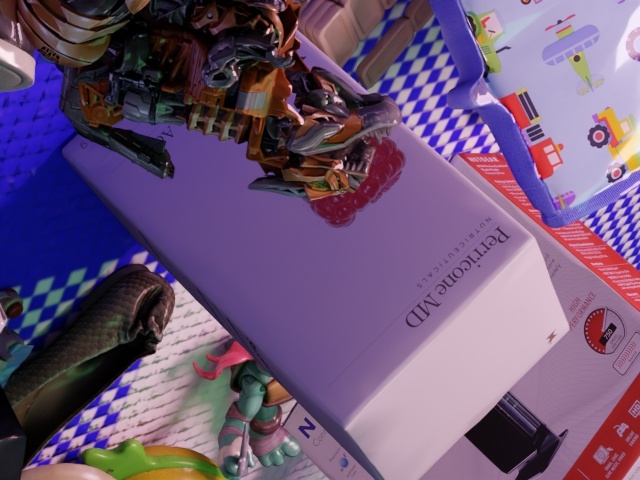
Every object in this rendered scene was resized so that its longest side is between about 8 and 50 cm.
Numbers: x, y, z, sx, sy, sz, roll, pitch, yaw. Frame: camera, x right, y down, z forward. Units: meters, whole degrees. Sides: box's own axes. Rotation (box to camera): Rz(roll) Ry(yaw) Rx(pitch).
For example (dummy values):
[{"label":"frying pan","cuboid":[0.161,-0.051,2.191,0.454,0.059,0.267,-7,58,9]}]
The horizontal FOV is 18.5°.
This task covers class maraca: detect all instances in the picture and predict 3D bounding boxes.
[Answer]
[{"label":"maraca","cuboid":[-0.146,0.221,1.669,0.127,0.099,0.186,-42,133,20]}]

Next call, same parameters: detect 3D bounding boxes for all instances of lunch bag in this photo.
[{"label":"lunch bag","cuboid":[0.210,-0.162,1.429,0.293,0.221,0.138,-33,-166,-28]}]

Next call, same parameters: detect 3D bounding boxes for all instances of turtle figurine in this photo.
[{"label":"turtle figurine","cuboid":[-0.025,0.125,1.690,0.175,0.118,0.234,-28,167,-5]}]

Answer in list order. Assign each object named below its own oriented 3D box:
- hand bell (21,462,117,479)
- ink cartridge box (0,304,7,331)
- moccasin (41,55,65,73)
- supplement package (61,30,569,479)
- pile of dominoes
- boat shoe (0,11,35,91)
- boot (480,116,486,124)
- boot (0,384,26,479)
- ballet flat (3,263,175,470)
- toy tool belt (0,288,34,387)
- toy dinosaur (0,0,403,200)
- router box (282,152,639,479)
[{"label":"hand bell","cuboid":[-0.189,0.300,1.511,0.126,0.242,0.126,-9,132,-11]},{"label":"ink cartridge box","cuboid":[-0.336,0.087,1.159,0.224,0.045,0.223,28,100,-27]},{"label":"moccasin","cuboid":[-0.051,-0.222,1.109,0.342,0.117,0.138,-59,-170,27]},{"label":"supplement package","cuboid":[0.000,0.000,1.347,0.177,0.293,0.175,-44,154,-6]},{"label":"pile of dominoes","cuboid":[0.067,-0.241,1.427,0.251,0.040,0.196,-51,155,-10]},{"label":"boat shoe","cuboid":[-0.230,-0.157,1.057,0.233,0.084,0.079,36,61,-57]},{"label":"boot","cuboid":[0.213,-0.132,1.637,0.073,0.152,0.197,-28,148,-34]},{"label":"boot","cuboid":[-0.388,0.304,1.364,0.367,0.146,0.445,-23,145,-36]},{"label":"ballet flat","cuboid":[-0.202,0.121,1.483,0.250,0.058,0.084,-44,153,-5]},{"label":"toy tool belt","cuboid":[-0.227,0.081,1.397,0.083,0.051,0.052,-54,153,13]},{"label":"toy dinosaur","cuboid":[-0.092,-0.145,1.006,0.322,0.164,0.218,22,120,-30]},{"label":"router box","cuboid":[0.161,0.142,1.778,0.082,0.301,0.335,-5,131,-55]}]
